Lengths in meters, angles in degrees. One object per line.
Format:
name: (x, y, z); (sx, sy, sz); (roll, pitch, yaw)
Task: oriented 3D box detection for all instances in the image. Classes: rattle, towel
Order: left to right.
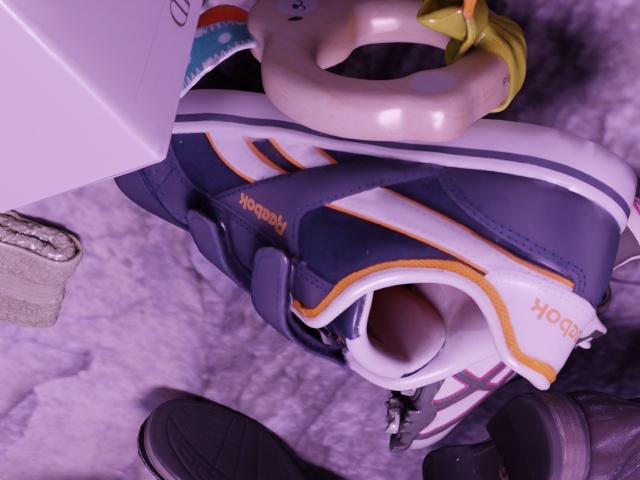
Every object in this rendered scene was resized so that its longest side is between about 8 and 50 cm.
towel: (-0.235, 0.011, 1.132); (0.148, 0.027, 0.110); (17, 144, -10)
rattle: (-0.001, -0.129, 0.846); (0.199, 0.130, 0.143); (22, 148, 31)

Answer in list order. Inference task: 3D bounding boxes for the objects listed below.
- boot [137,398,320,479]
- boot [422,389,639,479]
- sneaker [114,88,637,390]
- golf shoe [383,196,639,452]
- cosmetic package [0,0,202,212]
boot: (-0.081, 0.215, 1.324); (0.236, 0.085, 0.178); (35, 140, -27)
boot: (0.203, 0.148, 1.123); (0.229, 0.091, 0.263); (-6, 160, -21)
sneaker: (0.000, 0.000, 0.912); (0.321, 0.127, 0.126); (7, 162, 37)
golf shoe: (0.109, 0.055, 1.050); (0.120, 0.105, 0.273); (9, 145, -11)
cosmetic package: (-0.210, -0.190, 0.718); (0.155, 0.197, 0.365); (-17, 138, 30)
